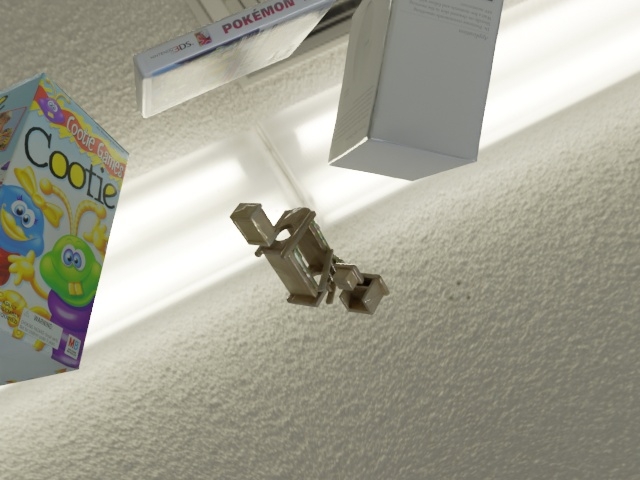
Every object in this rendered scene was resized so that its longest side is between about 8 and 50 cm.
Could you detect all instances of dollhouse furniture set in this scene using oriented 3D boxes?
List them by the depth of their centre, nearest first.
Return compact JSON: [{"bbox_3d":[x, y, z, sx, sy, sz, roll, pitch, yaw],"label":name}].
[{"bbox_3d":[0.000,0.000,0.860,0.161,0.181,0.101,4,-132,38],"label":"dollhouse furniture set"}]

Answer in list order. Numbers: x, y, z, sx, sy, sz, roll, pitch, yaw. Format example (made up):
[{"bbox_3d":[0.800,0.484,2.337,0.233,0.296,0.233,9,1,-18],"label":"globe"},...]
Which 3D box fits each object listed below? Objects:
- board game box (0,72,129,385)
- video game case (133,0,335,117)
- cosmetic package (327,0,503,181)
[{"bbox_3d":[-0.317,-0.009,0.637,0.144,0.142,0.275,-14,-126,21],"label":"board game box"},{"bbox_3d":[-0.091,-0.179,0.600,0.184,0.201,0.023,-28,-81,-14],"label":"video game case"},{"bbox_3d":[0.112,-0.204,0.791,0.138,0.224,0.224,12,-92,-11],"label":"cosmetic package"}]
